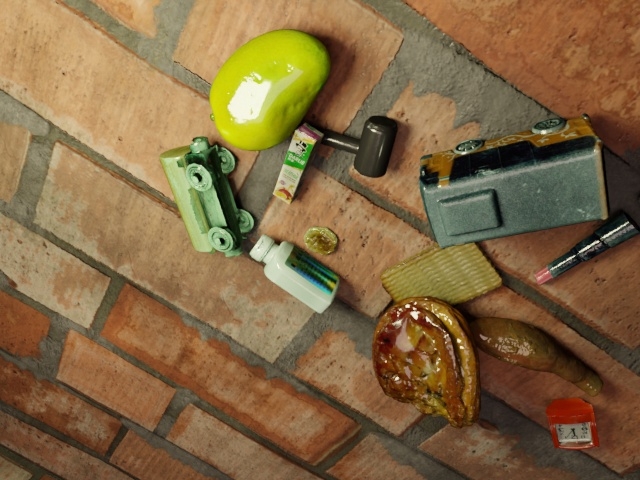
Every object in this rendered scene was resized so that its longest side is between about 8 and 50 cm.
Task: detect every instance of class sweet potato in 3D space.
[{"bbox_3d":[0.526,0.272,1.181,0.385,0.109,0.109,23,124,-5],"label":"sweet potato"}]

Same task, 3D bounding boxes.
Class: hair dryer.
[{"bbox_3d":[0.036,-0.229,1.039,0.248,0.070,0.114,22,125,12],"label":"hair dryer"}]

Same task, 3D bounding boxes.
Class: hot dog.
[{"bbox_3d":[0.270,0.311,1.200,0.267,0.174,0.387,9,132,33],"label":"hot dog"}]

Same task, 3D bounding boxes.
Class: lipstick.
[{"bbox_3d":[0.562,0.026,1.056,0.053,0.053,0.234,39,127,-10],"label":"lipstick"}]

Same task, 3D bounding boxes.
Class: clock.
[{"bbox_3d":[0.667,0.489,1.298,0.113,0.061,0.155,-12,120,21],"label":"clock"}]

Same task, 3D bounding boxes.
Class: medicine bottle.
[{"bbox_3d":[-0.064,0.072,1.204,0.229,0.121,0.083,36,124,-7],"label":"medicine bottle"}]

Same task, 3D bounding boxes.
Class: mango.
[{"bbox_3d":[-0.108,-0.303,0.972,0.185,0.149,0.273,43,115,5],"label":"mango"}]

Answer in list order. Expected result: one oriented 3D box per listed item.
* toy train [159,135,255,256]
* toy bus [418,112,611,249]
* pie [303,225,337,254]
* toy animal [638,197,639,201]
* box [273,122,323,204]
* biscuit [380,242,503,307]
[{"bbox_3d":[-0.279,-0.093,1.159,0.190,0.126,0.307,-3,120,18],"label":"toy train"},{"bbox_3d":[0.359,-0.108,0.936,0.324,0.194,0.161,-12,118,21],"label":"toy bus"},{"bbox_3d":[0.000,0.000,1.203,0.084,0.020,0.084,7,122,11],"label":"pie"},{"bbox_3d":[0.718,-0.096,0.923,0.127,0.131,0.182,16,139,-34],"label":"toy animal"},{"bbox_3d":[-0.051,-0.164,1.075,0.050,0.041,0.207,34,139,6],"label":"box"},{"bbox_3d":[0.285,0.093,1.177,0.254,0.029,0.172,-31,109,28],"label":"biscuit"}]
